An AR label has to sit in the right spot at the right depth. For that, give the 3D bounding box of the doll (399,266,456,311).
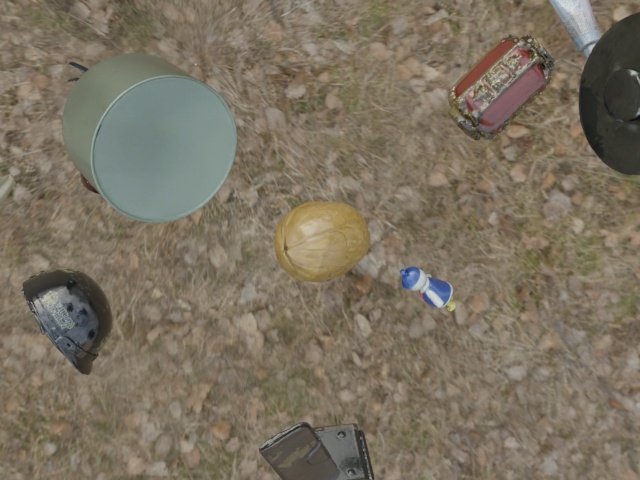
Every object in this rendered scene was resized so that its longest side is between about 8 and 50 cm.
[{"bbox_3d":[0.205,0.089,1.517,0.143,0.099,0.057,31,113,-29],"label":"doll"}]

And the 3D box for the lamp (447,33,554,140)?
[{"bbox_3d":[0.439,-0.376,1.939,0.177,0.177,0.274,42,100,-15],"label":"lamp"}]

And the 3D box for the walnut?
[{"bbox_3d":[0.000,0.000,1.551,0.197,0.165,0.165,-6,106,-40],"label":"walnut"}]

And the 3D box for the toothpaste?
[{"bbox_3d":[0.584,-0.508,1.792,0.089,0.057,0.234,-25,82,21],"label":"toothpaste"}]

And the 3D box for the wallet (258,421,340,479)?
[{"bbox_3d":[-0.028,0.322,1.150,0.082,0.018,0.156,-29,132,-4],"label":"wallet"}]

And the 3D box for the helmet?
[{"bbox_3d":[-0.597,0.177,1.938,0.160,0.230,0.279,-38,84,-10],"label":"helmet"}]

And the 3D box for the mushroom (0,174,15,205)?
[{"bbox_3d":[-0.544,-0.052,1.264,0.059,0.202,0.054,-9,118,8],"label":"mushroom"}]

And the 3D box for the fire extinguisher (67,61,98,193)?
[{"bbox_3d":[-0.505,-0.257,1.799,0.135,0.114,0.337,14,140,-4],"label":"fire extinguisher"}]

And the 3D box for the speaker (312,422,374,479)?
[{"bbox_3d":[0.008,0.544,1.807,0.193,0.153,0.231,-6,143,-11],"label":"speaker"}]

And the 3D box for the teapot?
[{"bbox_3d":[0.456,-0.171,0.953,0.337,0.270,0.200,-5,97,-29],"label":"teapot"}]

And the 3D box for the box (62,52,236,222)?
[{"bbox_3d":[-0.259,-0.158,1.193,0.226,0.149,0.226,-17,123,-28],"label":"box"}]
